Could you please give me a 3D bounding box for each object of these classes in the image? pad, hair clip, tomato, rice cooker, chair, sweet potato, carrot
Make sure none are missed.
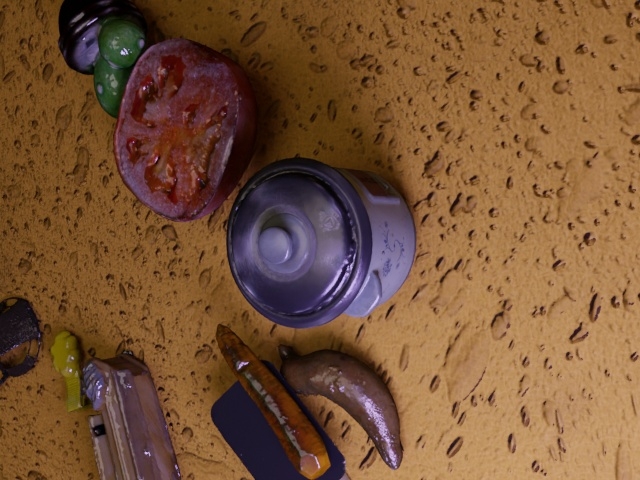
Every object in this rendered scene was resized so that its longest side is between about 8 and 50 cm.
[{"bbox_3d":[-0.116,0.396,1.796,0.250,0.055,0.323,51,128,17],"label":"pad"},{"bbox_3d":[-0.522,0.271,2.102,0.072,0.046,0.173,-22,77,26],"label":"hair clip"},{"bbox_3d":[-0.229,-0.204,1.868,0.338,0.144,0.338,-1,88,36],"label":"tomato"},{"bbox_3d":[0.000,0.000,1.634,0.316,0.317,0.264,49,114,22],"label":"rice cooker"},{"bbox_3d":[-0.708,0.229,2.196,0.213,0.149,0.174,-28,67,-15],"label":"chair"},{"bbox_3d":[0.036,0.254,1.730,0.310,0.098,0.124,33,127,26],"label":"sweet potato"},{"bbox_3d":[-0.088,0.266,1.720,0.066,0.066,0.314,-47,68,23],"label":"carrot"}]

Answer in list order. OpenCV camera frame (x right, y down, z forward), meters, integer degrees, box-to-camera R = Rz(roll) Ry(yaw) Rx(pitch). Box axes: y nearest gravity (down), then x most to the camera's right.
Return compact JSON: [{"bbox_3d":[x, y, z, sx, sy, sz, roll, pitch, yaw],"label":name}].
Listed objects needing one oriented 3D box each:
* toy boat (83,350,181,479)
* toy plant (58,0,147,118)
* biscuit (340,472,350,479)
[{"bbox_3d":[-0.370,0.436,1.956,0.162,0.136,0.445,-21,80,26],"label":"toy boat"},{"bbox_3d":[-0.410,-0.370,1.965,0.235,0.175,0.218,57,152,21],"label":"toy plant"},{"bbox_3d":[0.052,0.476,1.741,0.052,0.056,0.188,-43,68,25],"label":"biscuit"}]
